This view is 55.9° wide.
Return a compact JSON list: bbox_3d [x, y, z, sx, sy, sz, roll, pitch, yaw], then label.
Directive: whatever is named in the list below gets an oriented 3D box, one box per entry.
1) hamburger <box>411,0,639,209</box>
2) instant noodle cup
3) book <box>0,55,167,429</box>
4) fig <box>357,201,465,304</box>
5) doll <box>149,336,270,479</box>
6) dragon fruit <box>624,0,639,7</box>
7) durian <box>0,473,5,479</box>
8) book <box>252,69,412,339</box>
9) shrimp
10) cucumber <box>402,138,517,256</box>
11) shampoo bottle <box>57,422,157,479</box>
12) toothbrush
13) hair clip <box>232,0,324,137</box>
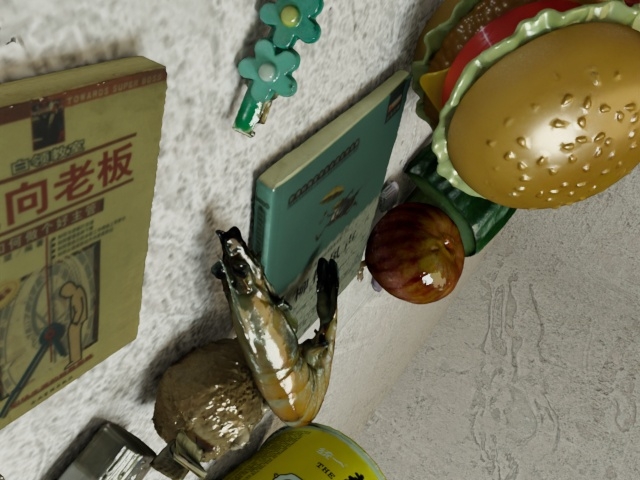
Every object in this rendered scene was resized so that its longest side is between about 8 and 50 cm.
[{"bbox_3d":[0.247,-0.155,0.671,0.275,0.212,0.274,-7,142,-6],"label":"hamburger"},{"bbox_3d":[-0.066,0.487,0.974,0.254,0.326,0.325,-4,125,-57],"label":"instant noodle cup"},{"bbox_3d":[-0.164,0.016,0.351,0.161,0.026,0.230,-37,152,-48],"label":"book"},{"bbox_3d":[0.132,0.012,0.927,0.149,0.202,0.148,-52,134,-7],"label":"fig"},{"bbox_3d":[-0.107,0.162,0.603,0.105,0.114,0.221,-20,-171,28],"label":"doll"},{"bbox_3d":[0.337,-0.303,0.839,0.233,0.234,0.293,-61,153,9],"label":"dragon fruit"},{"bbox_3d":[-0.186,0.131,0.202,0.167,0.196,0.196,-57,163,20],"label":"durian"},{"bbox_3d":[0.000,0.000,0.745,0.264,0.031,0.379,-45,158,-36],"label":"book"},{"bbox_3d":[-0.032,0.052,0.609,0.198,0.051,0.262,-70,146,-48],"label":"shrimp"},{"bbox_3d":[0.224,-0.064,1.001,0.130,0.191,0.191,-39,156,-24],"label":"cucumber"},{"bbox_3d":[-0.239,0.269,0.524,0.227,0.056,0.086,-52,162,-16],"label":"shampoo bottle"},{"bbox_3d":[0.106,0.009,1.049,0.029,0.024,0.354,-43,158,-21],"label":"toothbrush"},{"bbox_3d":[-0.020,-0.150,0.423,0.049,0.049,0.172,-26,146,-58],"label":"hair clip"}]
